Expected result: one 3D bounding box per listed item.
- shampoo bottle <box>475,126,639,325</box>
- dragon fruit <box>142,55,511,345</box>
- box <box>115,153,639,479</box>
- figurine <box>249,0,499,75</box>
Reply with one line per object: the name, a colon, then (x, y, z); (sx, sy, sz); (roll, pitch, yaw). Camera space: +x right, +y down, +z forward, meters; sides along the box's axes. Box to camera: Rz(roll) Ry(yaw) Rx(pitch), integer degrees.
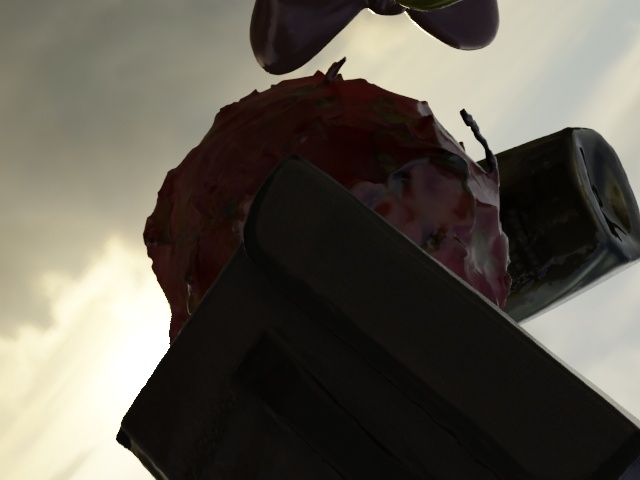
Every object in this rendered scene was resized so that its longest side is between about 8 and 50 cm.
shampoo bottle: (0.074, 0.030, 1.362); (0.350, 0.125, 0.084); (-25, 167, 33)
dragon fruit: (0.000, 0.000, 1.031); (0.205, 0.210, 0.268); (-22, -146, -5)
box: (0.056, 0.108, 0.747); (0.153, 0.188, 0.252); (-53, -137, 1)
figurine: (0.051, -0.255, 0.831); (0.193, 0.154, 0.420); (-122, -150, -56)
